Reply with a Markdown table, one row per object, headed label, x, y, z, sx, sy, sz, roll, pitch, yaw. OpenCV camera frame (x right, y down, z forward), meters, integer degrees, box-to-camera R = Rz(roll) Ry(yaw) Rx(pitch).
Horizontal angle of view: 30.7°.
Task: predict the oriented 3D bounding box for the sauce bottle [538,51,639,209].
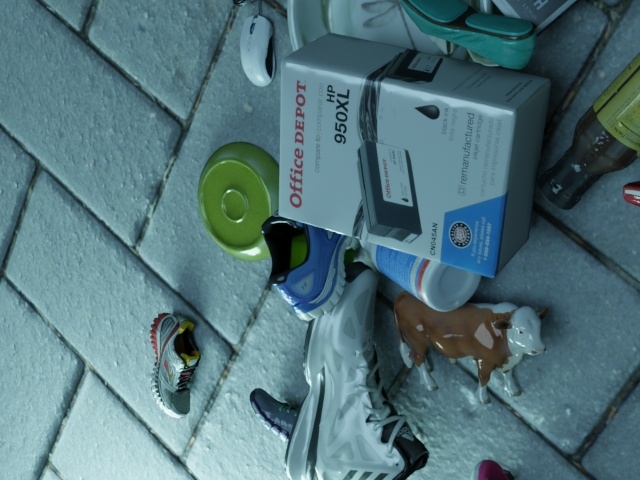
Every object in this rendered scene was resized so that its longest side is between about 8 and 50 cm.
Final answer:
| label | x | y | z | sx | sy | sz | roll | pitch | yaw |
| --- | --- | --- | --- | --- | --- | --- | --- | --- | --- |
| sauce bottle | 0.459 | -0.184 | 1.753 | 0.111 | 0.111 | 0.344 | 52 | 127 | 15 |

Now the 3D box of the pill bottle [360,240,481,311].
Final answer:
| label | x | y | z | sx | sy | sz | roll | pitch | yaw |
| --- | --- | --- | --- | --- | --- | --- | --- | --- | --- |
| pill bottle | 0.163 | 0.022 | 1.993 | 0.221 | 0.124 | 0.124 | 35 | 122 | 48 |

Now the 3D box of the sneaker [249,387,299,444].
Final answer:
| label | x | y | z | sx | sy | sz | roll | pitch | yaw |
| --- | --- | --- | --- | --- | --- | --- | --- | --- | --- |
| sneaker | -0.039 | 0.357 | 2.298 | 0.224 | 0.083 | 0.098 | 46 | 106 | 12 |

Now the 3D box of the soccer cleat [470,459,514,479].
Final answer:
| label | x | y | z | sx | sy | sz | roll | pitch | yaw |
| --- | --- | --- | --- | --- | --- | --- | --- | --- | --- |
| soccer cleat | 0.307 | 0.552 | 2.043 | 0.143 | 0.116 | 0.331 | -22 | 88 | 38 |

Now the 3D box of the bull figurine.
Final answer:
| label | x | y | z | sx | sy | sz | roll | pitch | yaw |
| --- | --- | --- | --- | --- | --- | --- | --- | --- | --- |
| bull figurine | 0.259 | 0.175 | 1.995 | 0.310 | 0.101 | 0.189 | 14 | 115 | 39 |

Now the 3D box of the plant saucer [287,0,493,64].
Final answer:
| label | x | y | z | sx | sy | sz | roll | pitch | yaw |
| --- | --- | --- | --- | --- | --- | --- | --- | --- | --- |
| plant saucer | 0.129 | -0.383 | 1.959 | 0.400 | 0.100 | 0.401 | 10 | 107 | 35 |

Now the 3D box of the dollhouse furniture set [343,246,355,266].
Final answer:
| label | x | y | z | sx | sy | sz | roll | pitch | yaw |
| --- | --- | --- | --- | --- | --- | --- | --- | --- | --- |
| dollhouse furniture set | 0.000 | 0.000 | 2.202 | 0.151 | 0.058 | 0.076 | 42 | 132 | 45 |

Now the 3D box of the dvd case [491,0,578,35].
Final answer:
| label | x | y | z | sx | sy | sz | roll | pitch | yaw |
| --- | --- | --- | --- | --- | --- | --- | --- | --- | --- |
| dvd case | 0.348 | -0.443 | 1.758 | 0.238 | 0.029 | 0.179 | -40 | 86 | 15 |

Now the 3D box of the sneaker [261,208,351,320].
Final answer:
| label | x | y | z | sx | sy | sz | roll | pitch | yaw |
| --- | --- | --- | --- | --- | --- | --- | --- | --- | --- |
| sneaker | -0.017 | -0.031 | 2.052 | 0.129 | 0.147 | 0.330 | -20 | 45 | 34 |

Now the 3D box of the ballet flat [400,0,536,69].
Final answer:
| label | x | y | z | sx | sy | sz | roll | pitch | yaw |
| --- | --- | --- | --- | --- | --- | --- | --- | --- | --- |
| ballet flat | 0.221 | -0.318 | 1.796 | 0.247 | 0.083 | 0.087 | 28 | 137 | 33 |

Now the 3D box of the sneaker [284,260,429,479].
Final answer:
| label | x | y | z | sx | sy | sz | roll | pitch | yaw |
| --- | --- | --- | --- | --- | --- | --- | --- | --- | --- |
| sneaker | 0.103 | 0.274 | 2.103 | 0.257 | 0.169 | 0.448 | 19 | 108 | 28 |

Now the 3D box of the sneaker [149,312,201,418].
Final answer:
| label | x | y | z | sx | sy | sz | roll | pitch | yaw |
| --- | --- | --- | --- | --- | --- | --- | --- | --- | --- |
| sneaker | -0.301 | 0.267 | 2.455 | 0.092 | 0.088 | 0.225 | 3 | 103 | 35 |

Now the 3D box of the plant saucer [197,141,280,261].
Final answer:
| label | x | y | z | sx | sy | sz | roll | pitch | yaw |
| --- | --- | --- | --- | --- | --- | --- | --- | --- | --- |
| plant saucer | -0.160 | -0.073 | 2.296 | 0.240 | 0.037 | 0.241 | 10 | 107 | 35 |

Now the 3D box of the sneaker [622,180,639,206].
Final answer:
| label | x | y | z | sx | sy | sz | roll | pitch | yaw |
| --- | --- | --- | --- | --- | --- | --- | --- | --- | --- |
| sneaker | 0.546 | -0.006 | 1.746 | 0.221 | 0.087 | 0.128 | 21 | 112 | 33 |

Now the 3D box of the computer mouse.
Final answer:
| label | x | y | z | sx | sy | sz | roll | pitch | yaw |
| --- | --- | --- | --- | --- | --- | --- | --- | --- | --- |
| computer mouse | -0.121 | -0.384 | 2.187 | 0.106 | 0.042 | 0.193 | 6 | 104 | 35 |

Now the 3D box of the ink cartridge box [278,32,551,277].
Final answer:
| label | x | y | z | sx | sy | sz | roll | pitch | yaw |
| --- | --- | --- | --- | --- | --- | --- | --- | --- | --- |
| ink cartridge box | 0.137 | -0.142 | 1.856 | 0.394 | 0.166 | 0.286 | 16 | 121 | 24 |
